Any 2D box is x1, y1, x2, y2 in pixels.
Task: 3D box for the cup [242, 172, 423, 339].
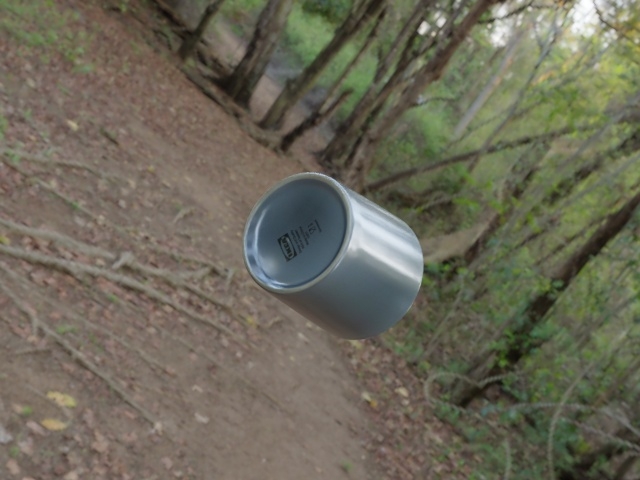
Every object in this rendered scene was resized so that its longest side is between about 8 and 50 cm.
[{"bbox_3d":[0.000,0.000,0.471,0.077,0.078,0.100,34,15,-53],"label":"cup"}]
